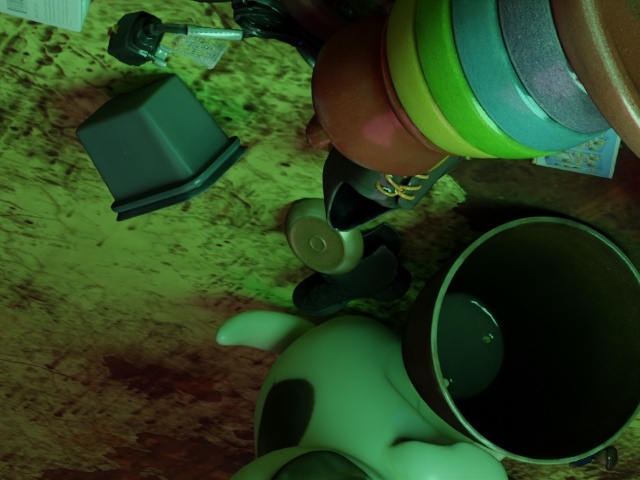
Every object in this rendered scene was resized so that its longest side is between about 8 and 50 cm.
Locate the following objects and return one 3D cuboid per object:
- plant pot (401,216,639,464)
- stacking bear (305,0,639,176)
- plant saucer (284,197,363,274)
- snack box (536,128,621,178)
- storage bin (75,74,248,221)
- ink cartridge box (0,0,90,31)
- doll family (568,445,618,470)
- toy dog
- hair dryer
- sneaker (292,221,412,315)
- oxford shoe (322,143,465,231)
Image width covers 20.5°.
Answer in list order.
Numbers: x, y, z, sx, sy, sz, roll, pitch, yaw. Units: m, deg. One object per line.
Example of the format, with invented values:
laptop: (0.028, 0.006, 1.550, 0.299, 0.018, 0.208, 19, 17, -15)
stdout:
plant pot: (0.163, 0.095, 1.647, 0.215, 0.215, 0.230, 21, 170, -14)
stacking bear: (0.112, -0.120, 1.185, 0.289, 0.175, 0.164, -15, 129, 46)
plant saucer: (0.000, 0.000, 1.675, 0.083, 0.015, 0.083, 15, 127, 21)
snack box: (0.203, -0.100, 1.367, 0.064, 0.022, 0.178, 11, 157, 8)
storage bin: (-0.141, -0.088, 1.538, 0.135, 0.098, 0.091, -12, 117, 48)
ink cartridge box: (-0.263, -0.230, 1.302, 0.198, 0.067, 0.115, 14, 157, -2)
doll family: (0.274, 0.200, 1.955, 0.111, 0.076, 0.193, 5, 161, 11)
toy dog: (0.034, 0.243, 1.761, 0.284, 0.408, 0.395, -38, 96, 28)
hair dryer: (-0.022, -0.192, 1.269, 0.224, 0.080, 0.293, 3, 165, -18)
sneaker: (0.021, 0.028, 1.742, 0.170, 0.051, 0.089, -11, 146, 38)
oxford shoe: (0.084, -0.074, 1.402, 0.097, 0.098, 0.271, 23, 156, -17)
